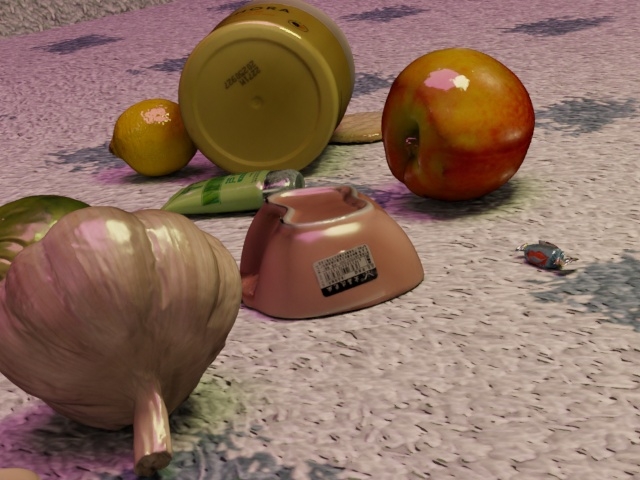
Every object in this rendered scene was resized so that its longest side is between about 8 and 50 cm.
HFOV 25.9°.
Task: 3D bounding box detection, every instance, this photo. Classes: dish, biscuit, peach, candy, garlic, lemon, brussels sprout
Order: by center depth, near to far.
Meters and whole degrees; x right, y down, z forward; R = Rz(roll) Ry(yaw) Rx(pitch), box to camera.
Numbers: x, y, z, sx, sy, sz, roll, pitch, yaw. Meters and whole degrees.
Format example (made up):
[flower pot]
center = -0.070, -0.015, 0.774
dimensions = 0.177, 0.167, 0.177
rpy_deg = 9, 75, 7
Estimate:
[garlic]
center = -0.151, 0.095, 1.132
dimensions = 0.218, 0.219, 0.212
rpy_deg = -14, 56, -20
[brussels sprout]
center = -0.287, 0.026, 1.387
dimensions = 0.161, 0.144, 0.181
rpy_deg = 16, 46, 8
[candy]
center = 0.231, 0.014, 1.418
dimensions = 0.030, 0.020, 0.083
rpy_deg = -15, 18, -23
[dish]
center = 0.000, 0.000, 1.436
dimensions = 0.213, 0.090, 0.213
rpy_deg = -6, 18, 2
[peach]
center = 0.168, -0.138, 1.655
dimensions = 0.197, 0.197, 0.197
rpy_deg = -6, 18, 2
[lemon]
center = -0.230, -0.142, 1.933
dimensions = 0.133, 0.109, 0.109
rpy_deg = -18, 17, 5
[biscuit]
center = 0.063, -0.168, 2.039
dimensions = 0.152, 0.020, 0.152
rpy_deg = -7, 18, 2

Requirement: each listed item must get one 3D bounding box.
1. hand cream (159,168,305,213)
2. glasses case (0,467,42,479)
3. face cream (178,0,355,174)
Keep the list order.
[hand cream]
center = -0.108, -0.060, 1.734
dimensions = 0.175, 0.046, 0.095
rpy_deg = -4, 21, 16
[glasses case]
center = -0.221, 0.214, 0.932
dimensions = 0.083, 0.050, 0.196
rpy_deg = -12, 18, -8
[face cream]
center = -0.070, -0.210, 1.898
dimensions = 0.218, 0.218, 0.179
rpy_deg = -4, 19, 11
